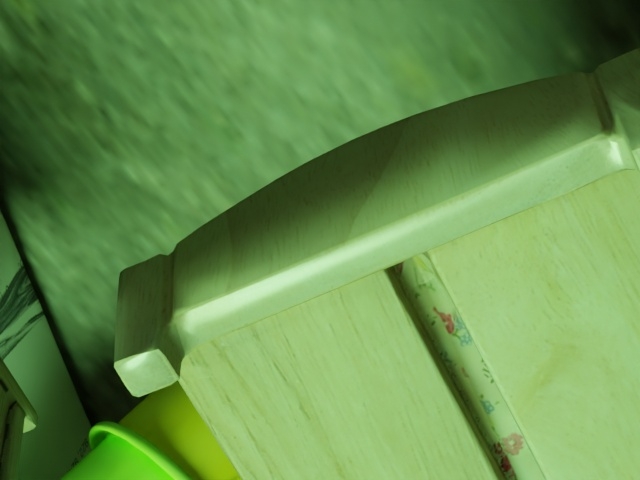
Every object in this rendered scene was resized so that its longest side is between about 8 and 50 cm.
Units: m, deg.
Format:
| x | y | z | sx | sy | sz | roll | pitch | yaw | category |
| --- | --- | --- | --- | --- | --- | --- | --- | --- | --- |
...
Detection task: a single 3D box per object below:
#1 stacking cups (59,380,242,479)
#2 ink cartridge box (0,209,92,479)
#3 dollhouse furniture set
| x | y | z | sx | sy | sz | roll | pitch | yaw | category |
| --- | --- | --- | --- | --- | --- | --- | --- | --- | --- |
| -0.113 | 0.154 | 0.652 | 0.096 | 0.316 | 0.096 | 37 | 153 | 23 | stacking cups |
| -0.219 | 0.039 | 0.734 | 0.198 | 0.115 | 0.273 | -4 | 124 | 21 | ink cartridge box |
| 0.000 | 0.000 | 0.522 | 0.356 | 0.174 | 0.303 | -22 | 122 | 10 | dollhouse furniture set |
